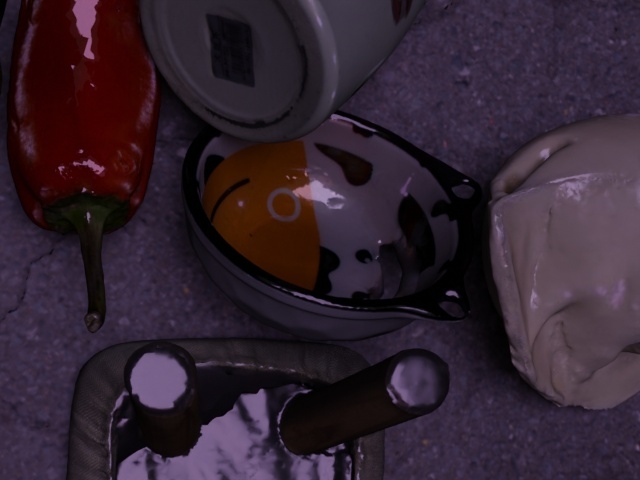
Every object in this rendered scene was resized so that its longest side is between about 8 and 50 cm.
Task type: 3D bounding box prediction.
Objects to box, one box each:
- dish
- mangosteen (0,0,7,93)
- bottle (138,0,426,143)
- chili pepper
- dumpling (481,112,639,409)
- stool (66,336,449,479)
[{"bbox_3d":[0.000,0.000,0.979,0.303,0.120,0.303,12,42,-11],"label":"dish"},{"bbox_3d":[-0.398,-0.195,0.876,0.287,0.287,0.233,-11,56,-18],"label":"mangosteen"},{"bbox_3d":[0.014,-0.269,0.985,0.229,0.229,0.351,48,52,-5],"label":"bottle"},{"bbox_3d":[-0.216,-0.074,0.951,0.131,0.134,0.338,-8,77,26],"label":"chili pepper"},{"bbox_3d":[0.314,0.022,1.086,0.395,0.233,0.315,-22,120,-31],"label":"dumpling"},{"bbox_3d":[-0.059,0.231,0.903,0.310,0.226,0.310,2,79,-16],"label":"stool"}]
